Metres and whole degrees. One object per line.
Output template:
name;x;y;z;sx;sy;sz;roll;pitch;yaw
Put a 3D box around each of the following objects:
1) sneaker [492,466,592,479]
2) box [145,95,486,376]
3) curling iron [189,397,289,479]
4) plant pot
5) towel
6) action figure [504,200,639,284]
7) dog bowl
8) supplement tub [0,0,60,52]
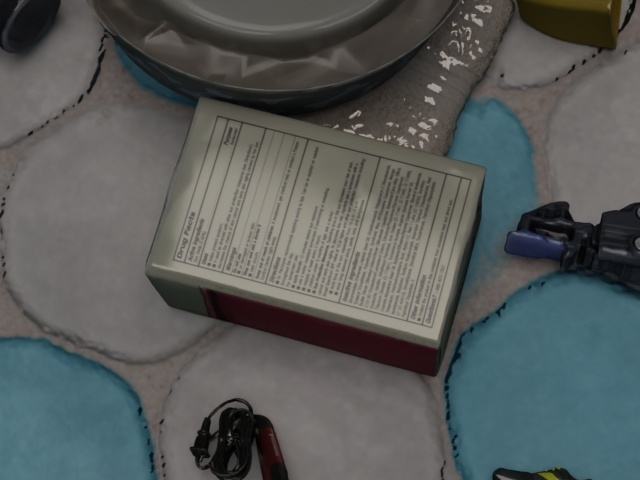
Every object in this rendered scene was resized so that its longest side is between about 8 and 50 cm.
sneaker;0.175;0.191;1.236;0.083;0.031;0.035;21;63;4
box;0.000;0.000;1.245;0.232;0.127;0.148;15;76;7
curling iron;-0.034;0.237;1.189;0.068;0.035;0.274;-19;55;-7
plant pot;0.206;-0.213;1.319;0.083;0.081;0.081;6;75;15
towel;0.004;-0.180;1.335;0.282;0.049;0.187;24;78;9
action figure;0.319;-0.053;1.223;0.341;0.178;0.330;3;65;2
dog bowl;-0.039;-0.257;1.275;0.349;0.102;0.348;1;70;-3
supplement tub;-0.312;-0.242;1.340;0.198;0.106;0.106;38;80;11
